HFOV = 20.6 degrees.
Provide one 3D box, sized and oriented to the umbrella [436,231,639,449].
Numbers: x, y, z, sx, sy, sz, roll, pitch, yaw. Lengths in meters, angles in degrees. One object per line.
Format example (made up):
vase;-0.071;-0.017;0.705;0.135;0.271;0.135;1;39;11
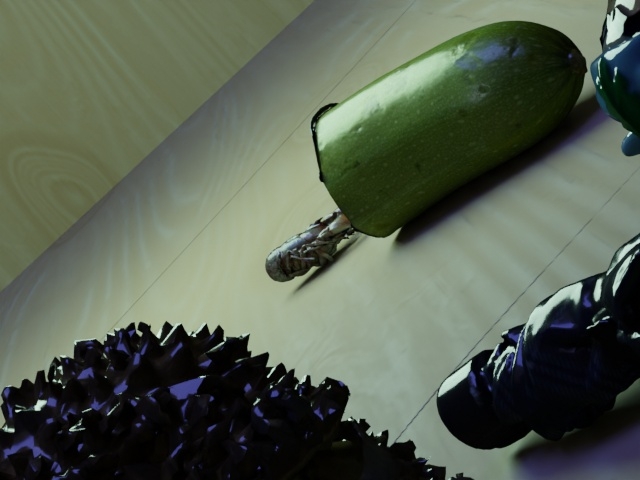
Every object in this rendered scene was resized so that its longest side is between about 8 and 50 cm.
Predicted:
umbrella;0.121;0.029;0.647;0.224;0.080;0.071;-36;48;45

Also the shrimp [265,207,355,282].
shrimp;0.002;-0.001;1.215;0.092;0.029;0.038;-39;11;2

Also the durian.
durian;-0.031;0.108;0.558;0.167;0.196;0.196;-40;12;26

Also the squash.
squash;0.087;-0.081;1.083;0.188;0.095;0.095;-29;18;39

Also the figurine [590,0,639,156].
figurine;0.189;-0.124;0.788;0.178;0.144;0.114;-33;13;-11
